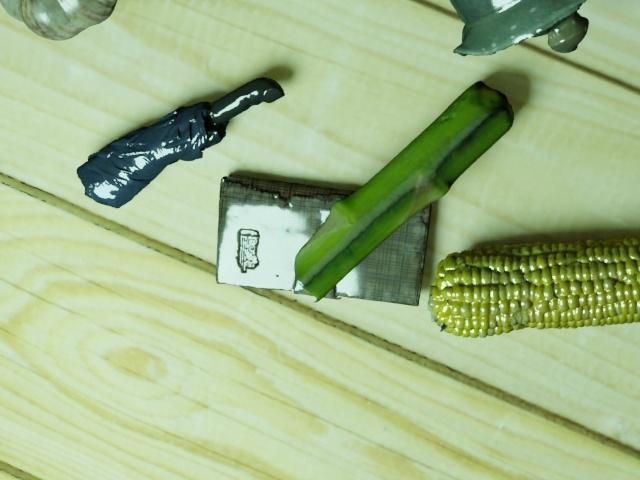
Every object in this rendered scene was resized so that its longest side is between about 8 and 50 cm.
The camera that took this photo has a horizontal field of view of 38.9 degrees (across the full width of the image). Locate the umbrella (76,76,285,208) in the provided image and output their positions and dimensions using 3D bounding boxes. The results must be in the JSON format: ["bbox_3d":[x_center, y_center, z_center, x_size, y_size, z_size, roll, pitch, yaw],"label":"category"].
[{"bbox_3d":[-0.149,-0.111,0.972,0.248,0.071,0.071,-28,99,13],"label":"umbrella"}]

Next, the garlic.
[{"bbox_3d":[-0.257,-0.281,0.918,0.147,0.102,0.159,17,97,19],"label":"garlic"}]

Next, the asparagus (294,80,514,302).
[{"bbox_3d":[0.079,-0.050,0.916,0.278,0.060,0.067,-41,85,6],"label":"asparagus"}]

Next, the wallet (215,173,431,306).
[{"bbox_3d":[0.000,0.000,0.981,0.230,0.042,0.124,6,101,6],"label":"wallet"}]

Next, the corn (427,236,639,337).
[{"bbox_3d":[0.254,0.042,0.916,0.292,0.101,0.101,-7,104,13],"label":"corn"}]

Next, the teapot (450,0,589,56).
[{"bbox_3d":[0.173,-0.308,0.810,0.223,0.305,0.285,-16,114,51],"label":"teapot"}]
